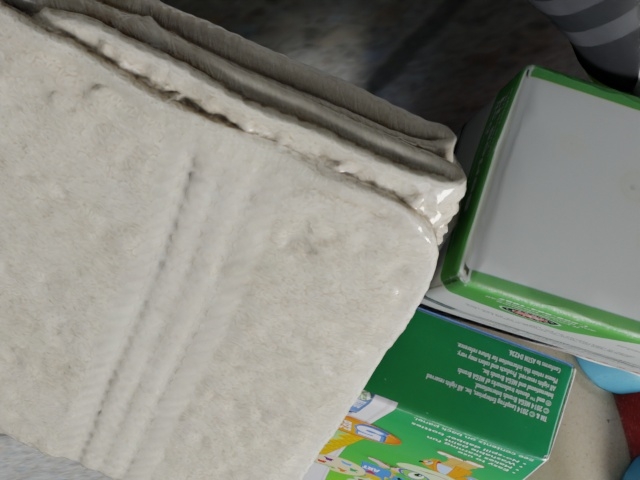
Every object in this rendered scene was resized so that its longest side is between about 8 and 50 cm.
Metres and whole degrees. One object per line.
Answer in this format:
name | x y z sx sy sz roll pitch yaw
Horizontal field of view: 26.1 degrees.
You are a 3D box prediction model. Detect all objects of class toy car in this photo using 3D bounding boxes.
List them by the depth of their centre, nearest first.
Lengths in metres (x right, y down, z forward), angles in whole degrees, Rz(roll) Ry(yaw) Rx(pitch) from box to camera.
toy car | 0.200 0.111 0.908 0.238 0.210 0.219 -10 173 -40

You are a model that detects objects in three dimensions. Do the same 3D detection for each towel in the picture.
towel | -0.066 0.018 0.563 0.187 0.049 0.282 26 138 -3

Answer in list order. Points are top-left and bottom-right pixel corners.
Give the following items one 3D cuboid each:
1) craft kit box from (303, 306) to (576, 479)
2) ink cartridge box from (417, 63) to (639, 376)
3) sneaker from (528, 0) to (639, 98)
craft kit box | -0.020 0.081 0.737 0.249 0.061 0.247 20 160 2
ink cartridge box | 0.123 0.005 0.586 0.153 0.087 0.208 17 175 -3
sneaker | 0.088 -0.117 0.460 0.097 0.084 0.235 14 165 16
